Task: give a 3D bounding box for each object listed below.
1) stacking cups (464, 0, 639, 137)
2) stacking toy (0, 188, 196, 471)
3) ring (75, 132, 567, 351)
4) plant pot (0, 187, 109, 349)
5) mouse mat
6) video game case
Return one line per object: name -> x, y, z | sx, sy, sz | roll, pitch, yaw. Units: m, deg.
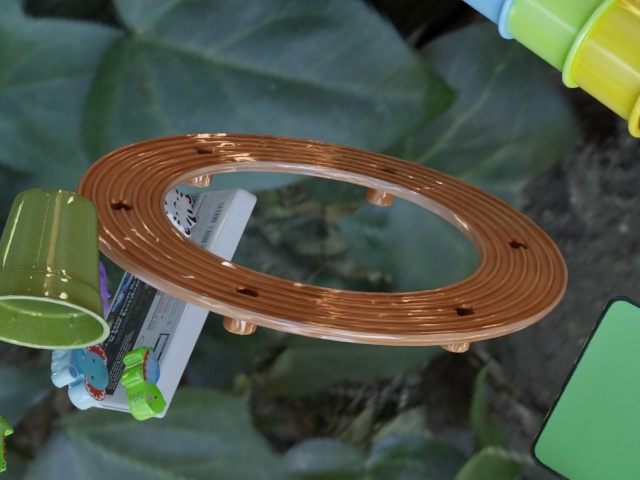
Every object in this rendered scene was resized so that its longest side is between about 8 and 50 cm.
stacking cups -> 0.139, -0.200, 1.363 | 0.316, 0.096, 0.096 | 38, 127, 23
stacking toy -> -0.175, 0.067, 1.358 | 0.167, 0.221, 0.052 | -25, 135, 28
ring -> 0.000, 0.000, 1.244 | 0.336, 0.336, 0.032 | 20, 114, 21
plant pot -> -0.163, 0.014, 1.091 | 0.083, 0.079, 0.083 | 3, 156, 1
mouse mat -> 0.271, 0.148, 1.410 | 0.190, 0.007, 0.152 | 30, 96, 24
video game case -> -0.129, 0.049, 1.485 | 0.022, 0.190, 0.173 | 28, 167, -24
